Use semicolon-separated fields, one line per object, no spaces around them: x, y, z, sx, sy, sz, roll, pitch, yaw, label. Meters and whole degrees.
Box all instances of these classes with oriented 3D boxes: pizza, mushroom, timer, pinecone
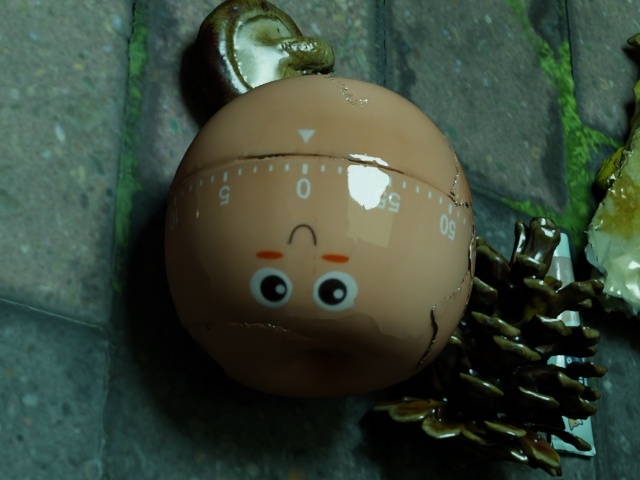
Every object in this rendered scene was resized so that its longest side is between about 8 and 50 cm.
0.433;-0.001;1.596;0.392;0.080;0.435;41;49;-15;pizza
-0.050;-0.143;1.258;0.127;0.087;0.127;23;51;-32;mushroom
0.000;0.000;1.126;0.229;0.229;0.215;14;65;-34;timer
0.144;0.084;1.247;0.185;0.168;0.212;22;67;-47;pinecone

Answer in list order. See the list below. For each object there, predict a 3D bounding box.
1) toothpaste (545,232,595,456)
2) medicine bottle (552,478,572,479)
0.220;0.094;1.400;0.056;0.036;0.205;12;65;-34;toothpaste
0.227;0.254;1.271;0.140;0.079;0.079;35;47;-46;medicine bottle
